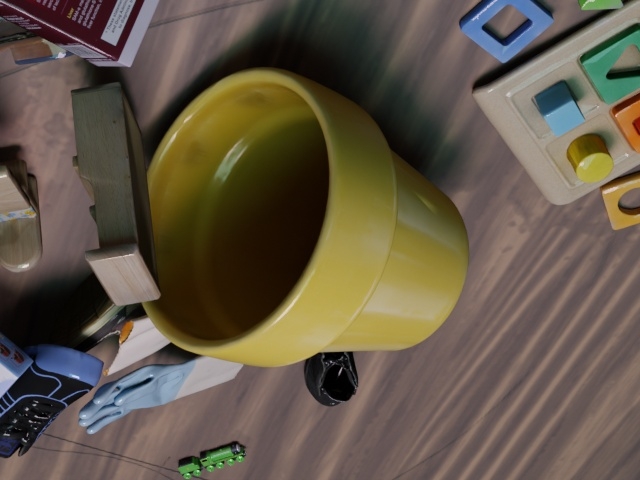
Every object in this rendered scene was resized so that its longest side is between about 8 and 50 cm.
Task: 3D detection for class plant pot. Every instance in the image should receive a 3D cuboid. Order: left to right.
[{"bbox_3d":[0.000,0.000,1.307,0.254,0.254,0.239,-40,141,27],"label":"plant pot"}]

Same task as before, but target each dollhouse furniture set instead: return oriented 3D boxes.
[{"bbox_3d":[-0.271,-0.022,1.237,0.242,0.161,0.212,-10,157,1],"label":"dollhouse furniture set"}]

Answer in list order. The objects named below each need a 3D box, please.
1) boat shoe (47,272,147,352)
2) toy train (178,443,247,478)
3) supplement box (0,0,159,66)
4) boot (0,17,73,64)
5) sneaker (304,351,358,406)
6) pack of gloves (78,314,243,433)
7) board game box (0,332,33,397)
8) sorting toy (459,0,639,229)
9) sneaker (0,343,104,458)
[{"bbox_3d":[-0.179,0.054,1.432,0.073,0.080,0.223,35,116,-29],"label":"boat shoe"},{"bbox_3d":[-0.126,0.254,1.681,0.083,0.017,0.024,-20,123,11],"label":"toy train"},{"bbox_3d":[-0.232,-0.238,1.098,0.239,0.073,0.130,26,84,-30],"label":"supplement box"},{"bbox_3d":[-0.302,-0.195,1.189,0.219,0.082,0.106,-9,116,1],"label":"boot"},{"bbox_3d":[0.012,0.143,1.541,0.051,0.089,0.170,-4,134,-5],"label":"sneaker"},{"bbox_3d":[-0.143,0.099,1.457,0.232,0.046,0.195,-18,151,-45],"label":"pack of gloves"},{"bbox_3d":[-0.403,0.100,1.407,0.211,0.039,0.160,41,121,-5],"label":"board game box"},{"bbox_3d":[0.266,-0.118,1.353,0.196,0.047,0.348,-27,132,18],"label":"sorting toy"},{"bbox_3d":[-0.293,0.168,1.460,0.081,0.091,0.232,23,152,-29],"label":"sneaker"}]
